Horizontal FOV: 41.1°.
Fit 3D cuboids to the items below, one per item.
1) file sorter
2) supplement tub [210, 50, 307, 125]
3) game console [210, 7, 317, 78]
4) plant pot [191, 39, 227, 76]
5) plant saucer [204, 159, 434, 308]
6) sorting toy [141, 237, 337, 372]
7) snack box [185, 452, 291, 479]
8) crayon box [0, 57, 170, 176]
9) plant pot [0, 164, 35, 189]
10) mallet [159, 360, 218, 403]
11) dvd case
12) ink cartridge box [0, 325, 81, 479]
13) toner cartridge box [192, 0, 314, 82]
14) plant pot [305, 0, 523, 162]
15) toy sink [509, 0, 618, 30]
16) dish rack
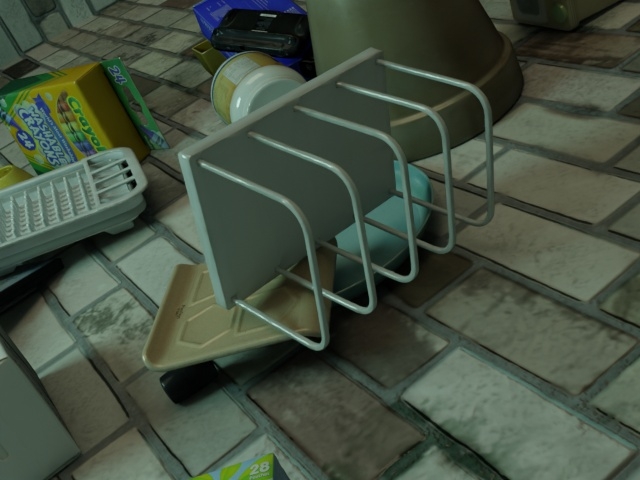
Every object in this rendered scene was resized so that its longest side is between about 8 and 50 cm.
[{"bbox_3d":[0.030,-0.046,0.890,0.277,0.193,0.173,-34,42,-31],"label":"file sorter"},{"bbox_3d":[-0.095,-0.232,1.437,0.144,0.144,0.200,-30,30,-8],"label":"supplement tub"},{"bbox_3d":[-0.033,-0.387,1.579,0.361,0.044,0.213,13,53,25],"label":"game console"},{"bbox_3d":[-0.217,-0.392,1.848,0.081,0.083,0.081,-31,30,-11],"label":"plant pot"},{"bbox_3d":[0.000,0.000,1.098,0.317,0.044,0.318,-20,30,12],"label":"plant saucer"},{"bbox_3d":[-0.084,0.070,0.977,0.208,0.038,0.193,-12,32,13],"label":"sorting toy"},{"bbox_3d":[-0.121,0.286,0.702,0.207,0.070,0.174,-19,30,10],"label":"snack box"},{"bbox_3d":[-0.472,-0.227,1.655,0.322,0.203,0.083,-2,37,35],"label":"crayon box"},{"bbox_3d":[-0.591,-0.088,1.634,0.134,0.095,0.134,-18,30,11],"label":"plant pot"},{"bbox_3d":[-0.182,0.139,1.028,0.062,0.039,0.189,-37,27,-15],"label":"mallet"},{"bbox_3d":[-0.560,0.085,1.359,0.253,0.022,0.180,-9,16,25],"label":"dvd case"},{"bbox_3d":[-0.380,0.174,0.990,0.092,0.160,0.219,-36,32,-18],"label":"ink cartridge box"},{"bbox_3d":[-0.109,-0.408,1.703,0.165,0.075,0.348,-30,47,-11],"label":"toner cartridge box"},{"bbox_3d":[0.109,-0.312,1.276,0.323,0.280,0.323,-20,31,12],"label":"plant pot"},{"bbox_3d":[0.392,-0.433,1.404,0.234,0.131,0.153,-29,29,-16],"label":"toy sink"},{"bbox_3d":[-0.453,-0.044,1.443,0.332,0.072,0.285,-21,28,-12],"label":"dish rack"}]
